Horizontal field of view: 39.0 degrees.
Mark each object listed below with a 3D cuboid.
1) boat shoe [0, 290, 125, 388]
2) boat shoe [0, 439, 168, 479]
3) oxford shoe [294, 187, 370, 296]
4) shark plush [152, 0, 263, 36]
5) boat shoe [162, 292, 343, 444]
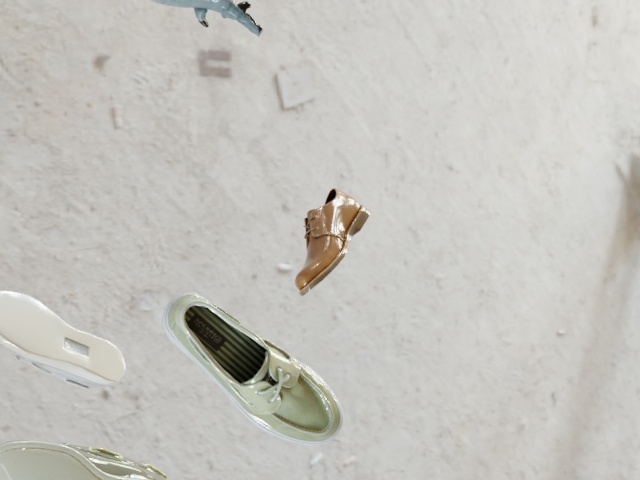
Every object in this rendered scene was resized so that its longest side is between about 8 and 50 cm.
[{"bbox_3d":[-0.298,0.113,0.979,0.184,0.063,0.066,31,42,-43],"label":"boat shoe"},{"bbox_3d":[-0.348,0.362,1.349,0.305,0.091,0.109,24,88,-24],"label":"boat shoe"},{"bbox_3d":[0.000,0.000,1.264,0.076,0.076,0.212,42,37,-11],"label":"oxford shoe"},{"bbox_3d":[-0.144,-0.308,1.165,0.073,0.161,0.067,-72,-174,-62],"label":"shark plush"},{"bbox_3d":[-0.089,0.183,1.226,0.302,0.094,0.109,38,79,-13],"label":"boat shoe"}]
